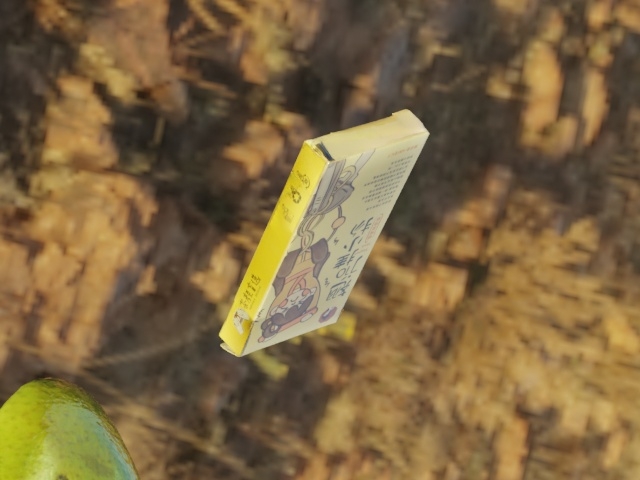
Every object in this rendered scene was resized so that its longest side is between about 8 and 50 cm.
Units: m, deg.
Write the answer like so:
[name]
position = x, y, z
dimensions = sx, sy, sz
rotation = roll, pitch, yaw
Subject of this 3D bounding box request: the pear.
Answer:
[pear]
position = -0.253, 0.266, 1.901
dimensions = 0.288, 0.139, 0.239
rotation = 39, 49, -56

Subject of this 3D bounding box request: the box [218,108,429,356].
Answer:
[box]
position = 0.000, 0.000, 0.900
dimensions = 0.073, 0.020, 0.149
rotation = -20, 147, -40
